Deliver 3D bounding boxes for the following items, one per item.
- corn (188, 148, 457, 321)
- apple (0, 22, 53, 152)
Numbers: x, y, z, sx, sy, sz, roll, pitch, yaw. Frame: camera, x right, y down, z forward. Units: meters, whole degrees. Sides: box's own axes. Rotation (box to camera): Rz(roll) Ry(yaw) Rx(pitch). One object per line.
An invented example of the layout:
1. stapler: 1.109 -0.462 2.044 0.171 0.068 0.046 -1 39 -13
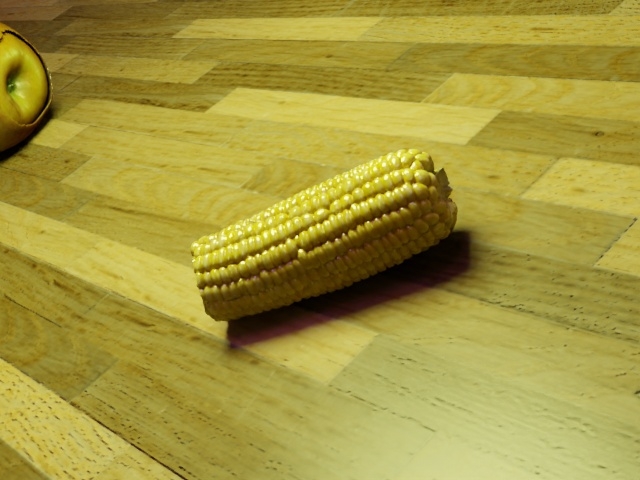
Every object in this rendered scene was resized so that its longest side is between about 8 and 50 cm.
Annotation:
1. corn: 0.000 0.000 0.930 0.244 0.093 0.093 -24 28 16
2. apple: -0.534 -0.236 1.666 0.207 0.237 0.237 11 44 26
